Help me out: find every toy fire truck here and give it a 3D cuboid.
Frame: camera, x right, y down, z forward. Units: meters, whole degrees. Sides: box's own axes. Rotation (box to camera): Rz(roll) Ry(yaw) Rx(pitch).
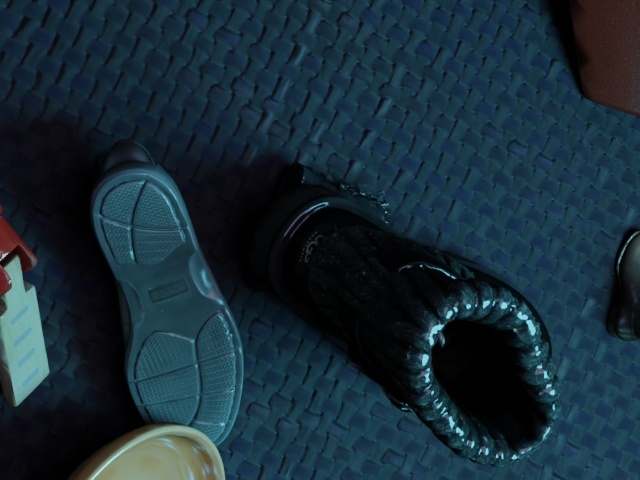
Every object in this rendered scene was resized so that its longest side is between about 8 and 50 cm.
[{"bbox_3d":[-0.303,0.044,1.441,0.217,0.158,0.246,-43,102,-18],"label":"toy fire truck"}]

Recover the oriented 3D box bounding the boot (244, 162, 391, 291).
[{"bbox_3d":[0.000,0.000,1.638,0.099,0.045,0.121,25,85,-33],"label":"boot"}]

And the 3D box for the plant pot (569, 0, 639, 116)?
[{"bbox_3d":[0.383,-0.237,1.650,0.267,0.235,0.267,-36,136,-19],"label":"plant pot"}]

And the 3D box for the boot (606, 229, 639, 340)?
[{"bbox_3d":[0.311,0.048,1.762,0.037,0.114,0.106,9,91,-28],"label":"boot"}]

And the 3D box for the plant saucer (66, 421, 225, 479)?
[{"bbox_3d":[-0.156,0.231,1.543,0.200,0.037,0.200,-32,135,-38],"label":"plant saucer"}]

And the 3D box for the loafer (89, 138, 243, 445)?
[{"bbox_3d":[-0.120,0.042,1.554,0.096,0.084,0.268,-12,120,-1],"label":"loafer"}]

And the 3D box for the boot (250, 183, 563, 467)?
[{"bbox_3d":[0.122,0.093,1.567,0.348,0.260,0.131,26,93,-40],"label":"boot"}]
